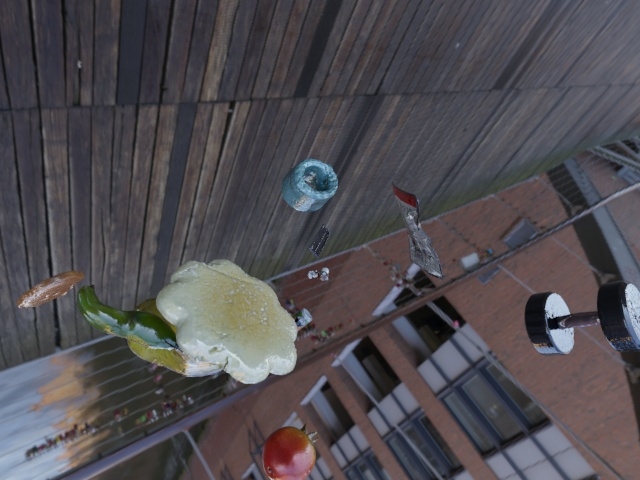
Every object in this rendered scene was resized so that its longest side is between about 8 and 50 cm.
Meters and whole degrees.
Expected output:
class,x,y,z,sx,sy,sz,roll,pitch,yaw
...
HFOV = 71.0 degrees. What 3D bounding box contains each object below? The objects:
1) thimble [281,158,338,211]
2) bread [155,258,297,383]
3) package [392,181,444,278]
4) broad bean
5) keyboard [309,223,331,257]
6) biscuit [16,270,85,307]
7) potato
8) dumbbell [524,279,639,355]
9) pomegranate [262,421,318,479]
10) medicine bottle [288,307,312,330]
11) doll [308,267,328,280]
class,x,y,z,sx,sy,sz,roll,pitch,yaw
thimble,-0.039,-0.234,1.866,0.235,0.198,0.143,-35,177,-43
bread,-0.164,0.145,0.884,0.054,0.316,0.316,-51,152,22
package,0.232,-0.023,1.105,0.030,0.154,0.239,-28,115,-6
broad bean,-0.336,0.150,0.803,0.214,0.070,0.048,36,125,-20
keyboard,0.000,0.000,2.048,0.010,0.063,0.198,-28,-159,37
biscuit,-0.526,0.098,0.875,0.130,0.019,0.102,-31,174,16
potato,-0.415,0.238,1.452,0.290,0.397,0.296,-59,174,-48
dumbbell,0.603,0.182,1.024,0.153,0.152,0.218,-13,175,-42
pomegranate,-0.116,0.865,1.832,0.257,0.221,0.221,-31,157,-36
medicine bottle,-0.144,0.351,1.811,0.221,0.092,0.061,-39,-159,8
doll,-0.007,0.123,1.628,0.085,0.058,0.040,-14,118,19
